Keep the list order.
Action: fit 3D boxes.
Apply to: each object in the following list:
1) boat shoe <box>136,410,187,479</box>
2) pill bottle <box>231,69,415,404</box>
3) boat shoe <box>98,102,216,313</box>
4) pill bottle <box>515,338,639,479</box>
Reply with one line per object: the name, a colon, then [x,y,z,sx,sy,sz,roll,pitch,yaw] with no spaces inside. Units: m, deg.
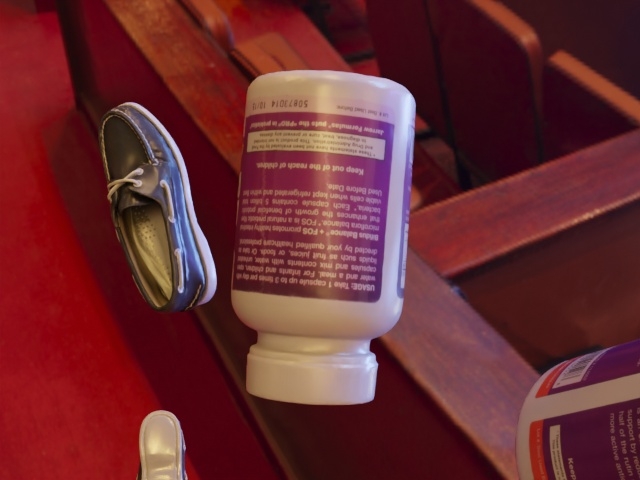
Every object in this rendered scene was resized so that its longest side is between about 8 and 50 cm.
boat shoe: [-0.131,0.203,0.729,0.046,0.038,0.125,-3,73,-2]
pill bottle: [0.000,0.000,0.867,0.169,0.301,0.169,4,-2,0]
boat shoe: [-0.234,-0.047,1.212,0.091,0.114,0.302,-17,79,-60]
pill bottle: [0.305,0.146,0.654,0.181,0.323,0.181,10,67,-25]
